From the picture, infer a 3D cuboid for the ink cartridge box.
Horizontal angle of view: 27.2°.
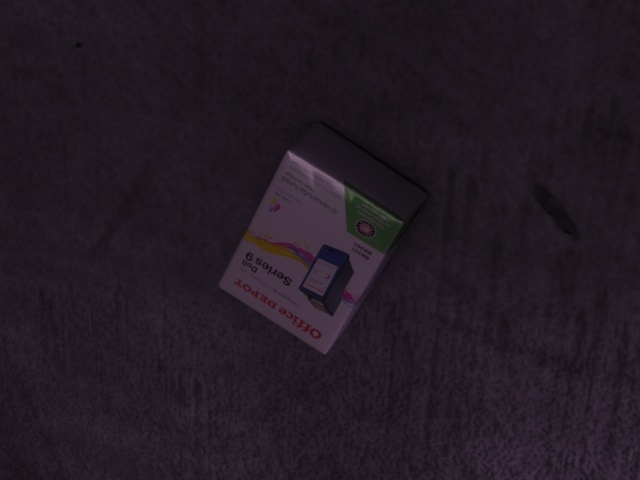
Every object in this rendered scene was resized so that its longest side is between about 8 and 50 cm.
[{"bbox_3d":[0.000,0.000,1.508,0.154,0.093,0.212,34,125,5],"label":"ink cartridge box"}]
